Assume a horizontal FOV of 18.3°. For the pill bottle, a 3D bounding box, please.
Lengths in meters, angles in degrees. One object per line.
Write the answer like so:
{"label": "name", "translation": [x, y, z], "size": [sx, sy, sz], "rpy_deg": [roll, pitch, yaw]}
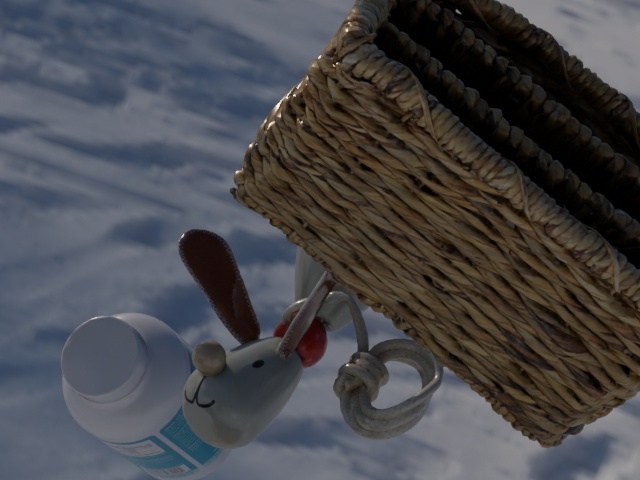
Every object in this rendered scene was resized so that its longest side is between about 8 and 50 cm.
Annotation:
{"label": "pill bottle", "translation": [-0.195, 0.170, 2.218], "size": [0.146, 0.146, 0.264], "rpy_deg": [29, -11, 26]}

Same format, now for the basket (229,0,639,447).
{"label": "basket", "translation": [0.135, -0.052, 1.269], "size": [0.299, 0.223, 0.213], "rpy_deg": [39, 59, -2]}

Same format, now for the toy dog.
{"label": "toy dog", "translation": [0.000, 0.000, 1.589], "size": [0.220, 0.161, 0.333], "rpy_deg": [-8, 37, 27]}
